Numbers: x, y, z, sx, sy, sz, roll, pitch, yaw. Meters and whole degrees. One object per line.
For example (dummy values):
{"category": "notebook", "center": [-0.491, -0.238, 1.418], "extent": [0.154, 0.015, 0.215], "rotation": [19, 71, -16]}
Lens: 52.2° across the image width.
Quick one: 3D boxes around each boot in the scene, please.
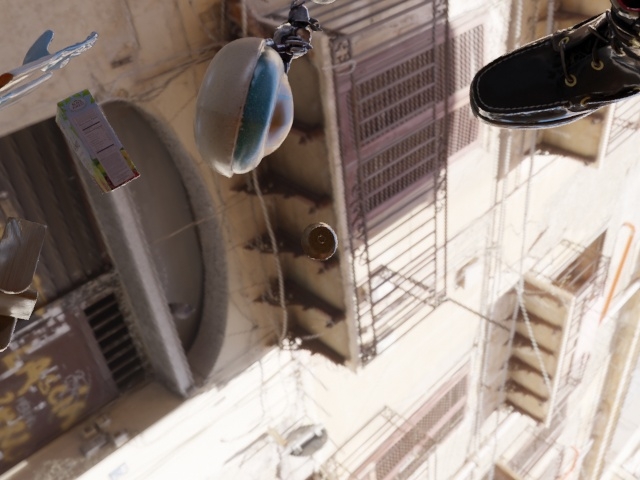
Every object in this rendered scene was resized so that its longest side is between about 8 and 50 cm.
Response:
{"category": "boot", "center": [0.367, -0.256, 0.821], "extent": [0.377, 0.284, 0.138], "rotation": [-7, -98, 17]}

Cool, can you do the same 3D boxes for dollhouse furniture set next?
{"category": "dollhouse furniture set", "center": [-0.464, 0.070, 0.753], "extent": [0.212, 0.242, 0.161], "rotation": [-42, -141, 49]}

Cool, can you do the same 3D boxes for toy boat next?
{"category": "toy boat", "center": [-0.071, -0.236, 0.879], "extent": [0.148, 0.267, 0.318], "rotation": [15, -69, -6]}

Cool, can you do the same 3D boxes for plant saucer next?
{"category": "plant saucer", "center": [0.000, 0.000, 1.389], "extent": [0.083, 0.083, 0.015], "rotation": [59, -24, -3]}

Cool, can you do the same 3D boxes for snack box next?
{"category": "snack box", "center": [-0.245, -0.103, 0.711], "extent": [0.100, 0.037, 0.141], "rotation": [62, -19, -13]}

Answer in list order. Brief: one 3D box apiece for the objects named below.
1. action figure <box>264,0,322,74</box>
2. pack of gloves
{"category": "action figure", "center": [-0.085, -0.339, 1.277], "extent": [0.185, 0.099, 0.285], "rotation": [-150, -101, -72]}
{"category": "pack of gloves", "center": [-0.382, -0.196, 0.787], "extent": [0.195, 0.232, 0.046], "rotation": [-25, -69, 22]}
